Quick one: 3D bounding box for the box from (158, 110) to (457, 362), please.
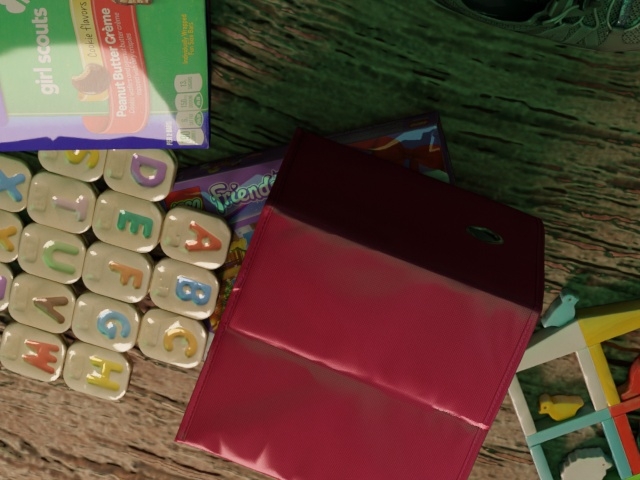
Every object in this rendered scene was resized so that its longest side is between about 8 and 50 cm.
[{"bbox_3d":[0.000,0.000,1.865,0.293,0.057,0.201,-12,108,9],"label":"box"}]

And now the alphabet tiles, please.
[{"bbox_3d":[-0.236,0.021,1.864,0.278,0.021,0.284,17,112,5],"label":"alphabet tiles"}]

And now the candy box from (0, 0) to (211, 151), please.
[{"bbox_3d":[-0.262,-0.221,1.724,0.317,0.122,0.268,0,129,-1],"label":"candy box"}]

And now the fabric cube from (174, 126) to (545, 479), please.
[{"bbox_3d":[0.042,0.078,1.724,0.258,0.254,0.259,22,110,-1],"label":"fabric cube"}]

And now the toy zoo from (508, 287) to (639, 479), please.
[{"bbox_3d":[0.309,0.182,1.983,0.192,0.030,0.293,-20,110,4],"label":"toy zoo"}]

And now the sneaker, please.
[{"bbox_3d":[0.233,-0.227,1.786,0.281,0.115,0.105,5,109,-5],"label":"sneaker"}]
